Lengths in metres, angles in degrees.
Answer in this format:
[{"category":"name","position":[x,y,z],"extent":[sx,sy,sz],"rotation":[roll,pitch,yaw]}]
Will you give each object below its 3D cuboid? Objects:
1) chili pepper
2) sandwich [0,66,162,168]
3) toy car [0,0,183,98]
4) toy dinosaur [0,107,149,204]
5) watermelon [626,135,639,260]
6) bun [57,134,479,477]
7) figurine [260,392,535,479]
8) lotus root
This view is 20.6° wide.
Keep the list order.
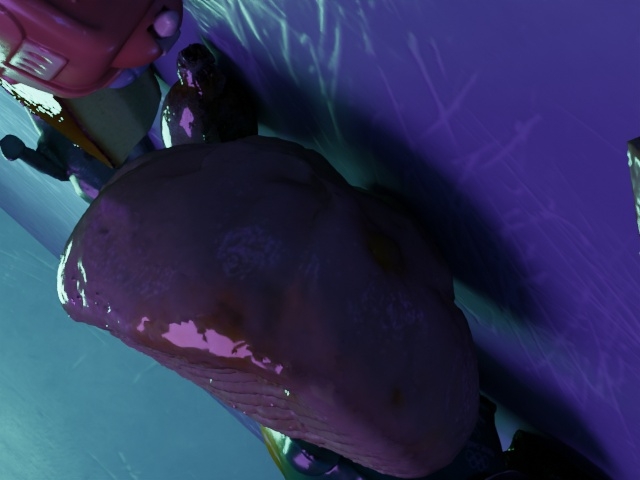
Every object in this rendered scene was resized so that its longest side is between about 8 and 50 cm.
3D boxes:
[{"category":"chili pepper","position":[0.246,0.258,1.726],"extent":[0.122,0.065,0.279],"rotation":[41,173,-38]},{"category":"sandwich","position":[-0.244,-0.182,1.658],"extent":[0.220,0.108,0.186],"rotation":[40,167,-3]},{"category":"toy car","position":[-0.209,-0.205,1.353],"extent":[0.212,0.180,0.270],"rotation":[36,169,-12]},{"category":"toy dinosaur","position":[-0.255,-0.078,2.119],"extent":[0.383,0.129,0.331],"rotation":[41,176,15]},{"category":"watermelon","position":[0.251,0.080,0.796],"extent":[0.310,0.193,0.232],"rotation":[35,165,34]},{"category":"bun","position":[-0.018,0.042,1.443],"extent":[0.365,0.219,0.365],"rotation":[26,172,4]},{"category":"figurine","position":[0.069,0.215,1.698],"extent":[0.323,0.231,0.340],"rotation":[27,-168,-37]},{"category":"lotus root","position":[-0.098,-0.105,1.548],"extent":[0.088,0.088,0.165],"rotation":[38,157,21]}]
